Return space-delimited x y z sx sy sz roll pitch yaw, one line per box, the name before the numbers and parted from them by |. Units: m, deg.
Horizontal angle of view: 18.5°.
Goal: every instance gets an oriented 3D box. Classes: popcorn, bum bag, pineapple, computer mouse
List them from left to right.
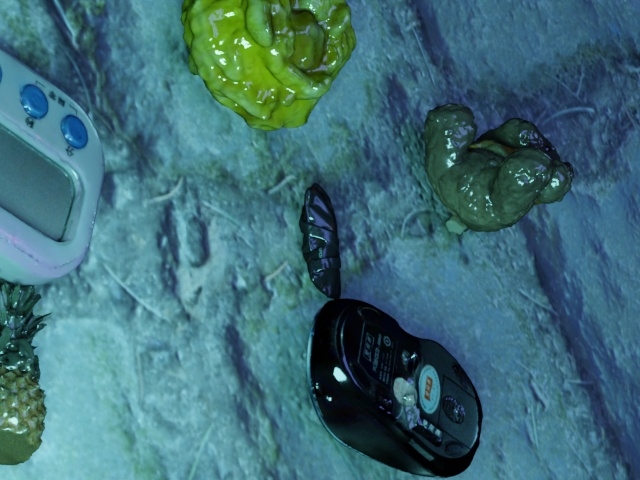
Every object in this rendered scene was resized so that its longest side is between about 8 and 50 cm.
pineapple | -0.256 0.105 1.616 0.074 0.074 0.159 34 40 -36
popcorn | -0.044 -0.208 1.985 0.197 0.156 0.197 25 61 -55
bum bag | 0.001 0.000 2.022 0.058 0.034 0.124 24 53 -61
computer mouse | 0.063 0.153 1.968 0.233 0.096 0.137 38 39 -27

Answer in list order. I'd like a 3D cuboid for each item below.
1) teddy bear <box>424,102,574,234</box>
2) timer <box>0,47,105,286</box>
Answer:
teddy bear | 0.207 -0.080 2.253 0.190 0.177 0.140 -24 135 -53
timer | -0.280 -0.069 1.677 0.208 0.069 0.190 38 45 -35
